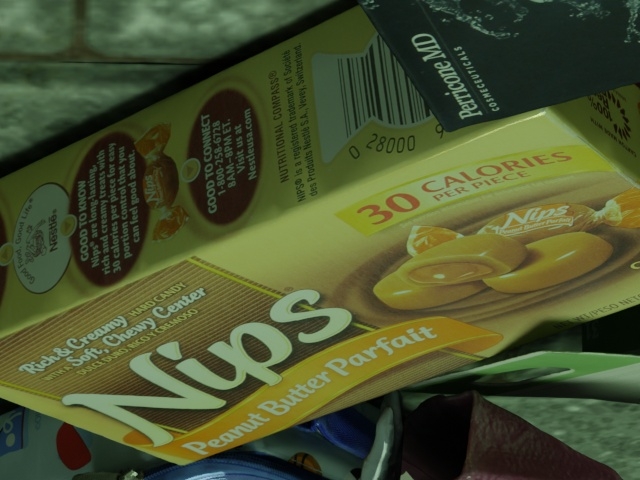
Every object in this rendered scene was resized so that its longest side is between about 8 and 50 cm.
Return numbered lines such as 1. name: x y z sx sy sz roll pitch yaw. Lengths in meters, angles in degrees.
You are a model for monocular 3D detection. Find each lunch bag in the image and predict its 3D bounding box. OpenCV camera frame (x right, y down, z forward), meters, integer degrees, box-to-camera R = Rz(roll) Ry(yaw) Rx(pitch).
1. lunch bag: -0.056 0.161 1.043 0.243 0.115 0.303 -24 147 28

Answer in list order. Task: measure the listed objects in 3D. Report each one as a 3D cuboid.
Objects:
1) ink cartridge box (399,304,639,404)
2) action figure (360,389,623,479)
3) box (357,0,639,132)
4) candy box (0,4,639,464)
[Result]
1. ink cartridge box: 0.175 0.051 0.879 0.235 0.056 0.171 8 166 -21
2. action figure: 0.182 0.207 0.876 0.370 0.275 0.248 18 165 -2
3. box: 0.084 -0.124 0.550 0.158 0.093 0.156 -13 151 18
4. candy box: 0.000 0.000 0.771 0.316 0.087 0.183 -22 148 29
